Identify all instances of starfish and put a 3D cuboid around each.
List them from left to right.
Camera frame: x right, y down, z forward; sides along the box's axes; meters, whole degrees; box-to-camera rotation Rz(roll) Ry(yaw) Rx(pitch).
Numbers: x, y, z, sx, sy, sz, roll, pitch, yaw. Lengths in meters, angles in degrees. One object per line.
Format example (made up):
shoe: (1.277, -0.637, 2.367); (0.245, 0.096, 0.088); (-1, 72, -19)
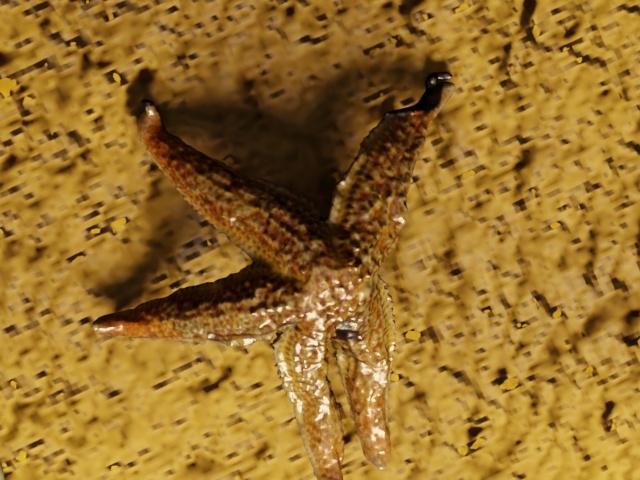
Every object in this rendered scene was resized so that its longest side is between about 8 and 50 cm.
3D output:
starfish: (-0.001, 0.000, 0.595); (0.133, 0.041, 0.130); (38, 93, -13)

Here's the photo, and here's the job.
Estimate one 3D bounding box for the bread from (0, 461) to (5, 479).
bread: (-0.174, 0.058, 0.588); (0.193, 0.036, 0.112); (24, 97, -11)
